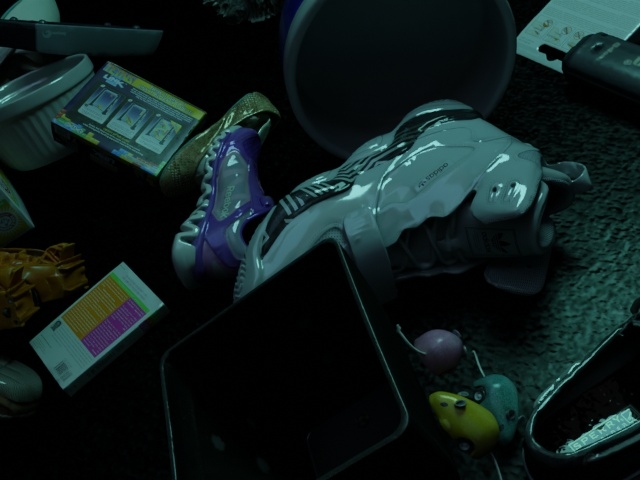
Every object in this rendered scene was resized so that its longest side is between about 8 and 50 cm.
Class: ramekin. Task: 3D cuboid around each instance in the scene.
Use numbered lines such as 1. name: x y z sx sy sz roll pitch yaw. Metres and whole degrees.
1. ramekin: -0.430 -0.196 1.133 0.207 0.109 0.207 -18 29 11

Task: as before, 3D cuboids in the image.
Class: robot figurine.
1. robot figurine: -0.454 0.057 0.901 0.291 0.085 0.211 -1 14 14

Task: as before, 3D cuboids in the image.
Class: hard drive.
1. hard drive: -0.421 -0.352 1.261 0.172 0.054 0.255 16 20 34

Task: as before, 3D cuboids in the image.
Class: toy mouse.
1. toy mouse: 0.130 0.118 0.617 0.031 0.161 0.143 -42 -3 27

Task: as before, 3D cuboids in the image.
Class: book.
1. book: -0.260 0.103 0.857 0.144 0.035 0.096 -41 49 -16

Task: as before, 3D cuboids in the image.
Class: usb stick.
1. usb stick: 0.396 -0.167 0.813 0.077 0.045 0.278 -46 47 -3

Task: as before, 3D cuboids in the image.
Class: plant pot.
1. plant pot: 0.003 0.149 0.581 0.188 0.167 0.187 -35 41 12

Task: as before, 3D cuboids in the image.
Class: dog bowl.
1. dog bowl: 0.084 -0.222 0.850 0.265 0.265 0.104 -19 41 5

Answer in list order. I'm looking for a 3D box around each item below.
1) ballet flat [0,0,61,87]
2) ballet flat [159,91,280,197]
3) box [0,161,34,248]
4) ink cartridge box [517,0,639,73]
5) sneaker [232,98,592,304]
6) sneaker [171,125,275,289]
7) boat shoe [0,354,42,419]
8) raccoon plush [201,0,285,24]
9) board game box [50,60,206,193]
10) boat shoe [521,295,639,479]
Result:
1. ballet flat: -0.557 -0.286 1.308 0.139 0.139 0.400 9 57 30
2. ballet flat: -0.131 -0.127 0.997 0.067 0.073 0.206 31 69 25
3. box: -0.523 -0.070 1.083 0.114 0.103 0.203 -35 44 -10
4. ink cartridge box: 0.365 -0.287 0.968 0.179 0.045 0.145 -49 47 1
5. sneaker: 0.094 -0.002 0.725 0.366 0.137 0.210 -40 43 -20
6. sneaker: -0.096 -0.042 0.889 0.104 0.095 0.236 1 54 15
7. boat shoe: -0.457 0.180 0.824 0.324 0.123 0.116 2 83 22
8. raccoon plush: -0.079 -0.569 1.229 0.446 0.299 0.216 -10 45 14
9. board game box: -0.274 -0.165 1.051 0.170 0.048 0.141 29 57 3
10. boat shoe: 0.284 0.090 0.579 0.306 0.105 0.113 -30 44 -6
